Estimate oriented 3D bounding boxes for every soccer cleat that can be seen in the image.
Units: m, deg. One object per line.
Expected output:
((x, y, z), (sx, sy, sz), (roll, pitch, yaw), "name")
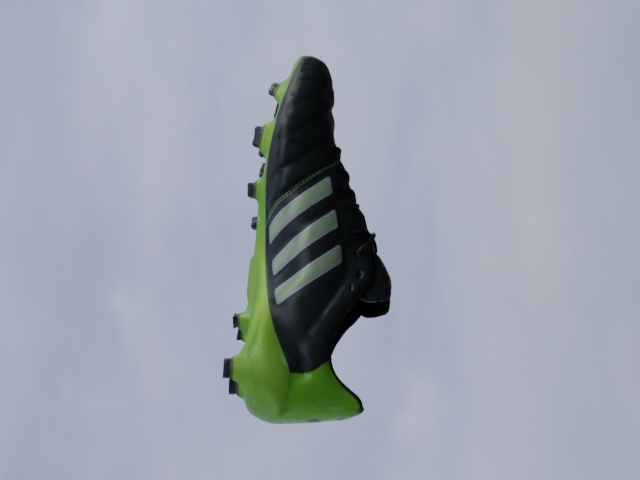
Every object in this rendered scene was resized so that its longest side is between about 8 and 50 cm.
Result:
((0.000, 0.000, 0.861), (0.060, 0.072, 0.178), (78, -162, -74), "soccer cleat")
